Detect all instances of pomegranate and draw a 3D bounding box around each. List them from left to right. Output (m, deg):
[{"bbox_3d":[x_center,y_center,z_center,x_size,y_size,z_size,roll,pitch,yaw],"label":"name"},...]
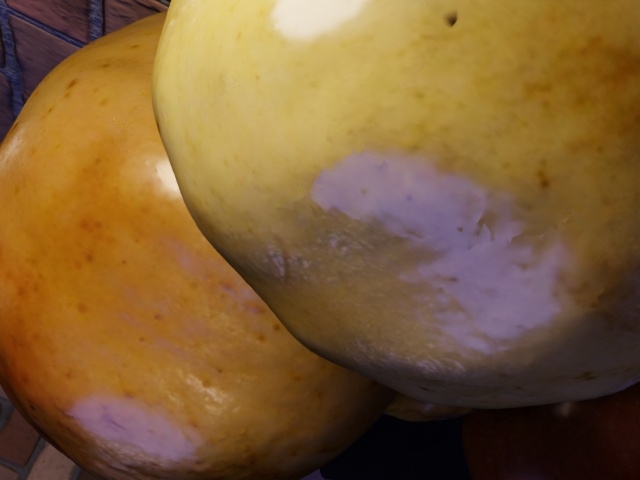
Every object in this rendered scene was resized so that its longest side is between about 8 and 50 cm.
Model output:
[{"bbox_3d":[-0.054,0.021,1.037,0.410,0.410,0.410,23,162,8],"label":"pomegranate"},{"bbox_3d":[0.088,-0.088,0.647,0.332,0.333,0.332,23,162,8],"label":"pomegranate"}]

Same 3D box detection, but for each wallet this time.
[{"bbox_3d":[0.133,0.228,1.666,0.377,0.197,0.051,6,-174,44],"label":"wallet"}]

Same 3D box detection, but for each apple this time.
[{"bbox_3d":[0.252,0.198,1.387,0.230,0.230,0.230,23,162,8],"label":"apple"}]
